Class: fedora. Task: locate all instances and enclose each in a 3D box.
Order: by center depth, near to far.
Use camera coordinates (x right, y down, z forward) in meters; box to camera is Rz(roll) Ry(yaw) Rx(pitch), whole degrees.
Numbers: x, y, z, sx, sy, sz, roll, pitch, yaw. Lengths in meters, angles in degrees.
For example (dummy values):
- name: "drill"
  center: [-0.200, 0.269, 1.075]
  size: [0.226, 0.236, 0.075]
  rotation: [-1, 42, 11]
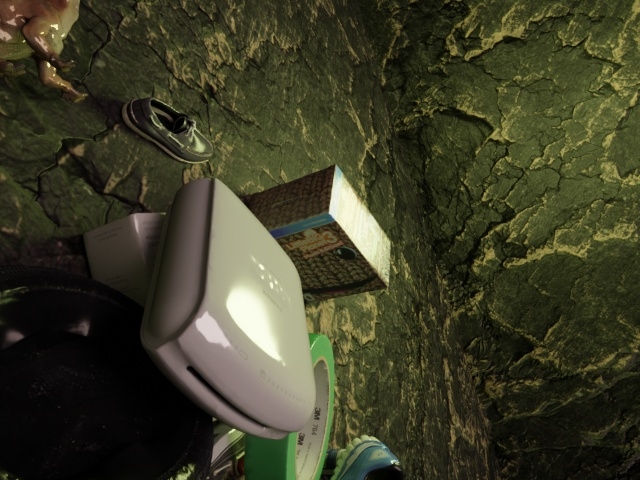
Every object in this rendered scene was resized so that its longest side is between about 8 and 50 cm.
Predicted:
- name: "fedora"
  center: [-0.267, 0.179, 0.454]
  size: [0.334, 0.152, 0.334]
  rotation: [48, 10, -11]

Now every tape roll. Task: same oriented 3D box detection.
- name: "tape roll"
  center: [-0.045, 0.338, 0.869]
  size: [0.321, 0.077, 0.322]
  rotation: [3, 90, -76]

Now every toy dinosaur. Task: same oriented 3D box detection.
- name: "toy dinosaur"
  center: [-0.412, -0.283, 0.576]
  size: [0.295, 0.127, 0.201]
  rotation: [-33, 99, -49]

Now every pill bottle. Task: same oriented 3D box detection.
- name: "pill bottle"
  center: [0.054, 0.509, 1.036]
  size: [0.067, 0.120, 0.067]
  rotation: [35, 48, -51]

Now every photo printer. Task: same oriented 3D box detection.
- name: "photo printer"
  center: [-0.110, 0.092, 0.609]
  size: [0.256, 0.107, 0.308]
  rotation: [53, 16, -36]

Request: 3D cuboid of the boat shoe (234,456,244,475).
- name: "boat shoe"
  center: [-0.114, 0.385, 0.869]
  size: [0.049, 0.043, 0.137]
  rotation: [63, 28, -18]

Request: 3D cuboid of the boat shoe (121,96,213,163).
- name: "boat shoe"
  center: [-0.265, -0.203, 0.856]
  size: [0.206, 0.064, 0.075]
  rotation: [25, 55, -56]

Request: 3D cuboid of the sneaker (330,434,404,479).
- name: "sneaker"
  center: [0.045, 0.541, 0.875]
  size: [0.130, 0.147, 0.330]
  rotation: [45, 69, -18]

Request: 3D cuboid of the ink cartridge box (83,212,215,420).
- name: "ink cartridge box"
  center: [-0.215, 0.140, 0.720]
  size: [0.207, 0.119, 0.354]
  rotation: [-10, 86, -64]

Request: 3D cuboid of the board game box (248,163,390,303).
- name: "board game box"
  center: [0.000, 0.000, 1.070]
  size: [0.291, 0.231, 0.141]
  rotation: [48, 38, -40]

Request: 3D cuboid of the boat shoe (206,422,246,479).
- name: "boat shoe"
  center: [-0.181, 0.357, 0.722]
  size: [0.219, 0.077, 0.070]
  rotation: [-9, 84, -64]
